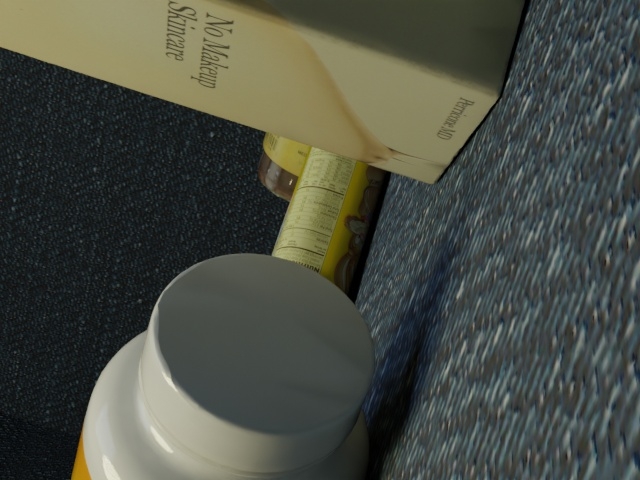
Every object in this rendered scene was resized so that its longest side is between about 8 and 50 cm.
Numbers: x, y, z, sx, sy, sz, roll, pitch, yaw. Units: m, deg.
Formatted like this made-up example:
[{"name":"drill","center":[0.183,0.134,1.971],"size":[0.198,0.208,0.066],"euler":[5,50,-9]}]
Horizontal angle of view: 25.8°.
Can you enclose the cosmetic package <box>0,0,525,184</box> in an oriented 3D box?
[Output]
[{"name":"cosmetic package","center":[-0.058,-0.143,0.710],"size":[0.160,0.309,0.113],"euler":[113,175,-75]}]

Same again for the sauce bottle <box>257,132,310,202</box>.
[{"name":"sauce bottle","center":[0.035,-0.193,1.299],"size":[0.111,0.111,0.344],"euler":[-76,4,-60]}]

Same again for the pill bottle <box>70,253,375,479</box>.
[{"name":"pill bottle","center":[-0.054,0.123,0.693],"size":[0.245,0.136,0.136],"euler":[111,176,-45]}]

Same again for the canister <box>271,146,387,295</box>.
[{"name":"canister","center":[0.000,0.000,1.131],"size":[0.126,0.073,0.170],"euler":[114,175,-64]}]
